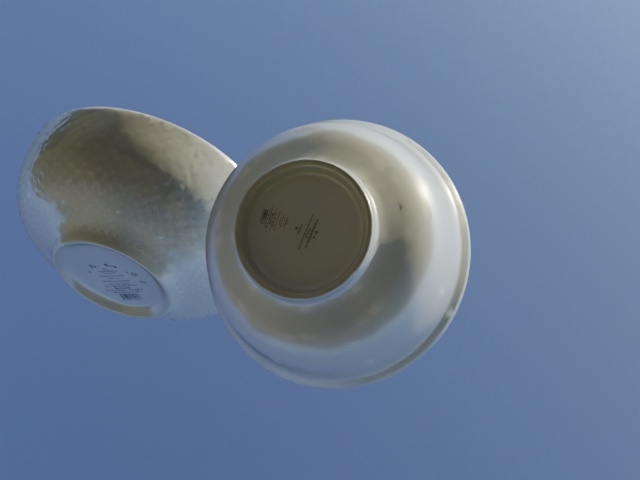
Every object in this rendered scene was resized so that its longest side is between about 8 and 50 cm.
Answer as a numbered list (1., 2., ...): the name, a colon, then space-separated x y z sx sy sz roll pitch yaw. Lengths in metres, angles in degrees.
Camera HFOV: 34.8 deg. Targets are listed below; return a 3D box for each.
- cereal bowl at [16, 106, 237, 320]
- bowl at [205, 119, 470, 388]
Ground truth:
1. cereal bowl: -0.235 -0.004 1.288 0.339 0.339 0.141 11 -126 14
2. bowl: 0.000 0.000 1.048 0.298 0.134 0.297 -3 -102 14
